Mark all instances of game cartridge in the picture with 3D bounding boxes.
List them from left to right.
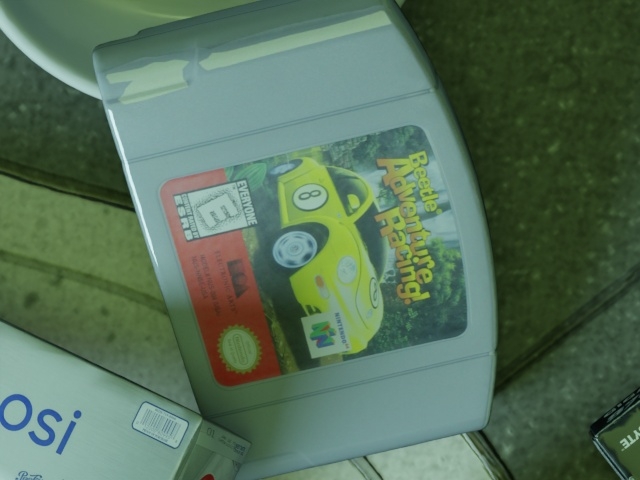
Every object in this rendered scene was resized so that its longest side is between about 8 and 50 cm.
[{"bbox_3d":[0.000,0.000,1.093,0.196,0.060,0.294,-15,115,1],"label":"game cartridge"}]

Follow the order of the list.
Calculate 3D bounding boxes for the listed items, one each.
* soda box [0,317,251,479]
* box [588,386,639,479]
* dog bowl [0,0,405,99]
[{"bbox_3d":[-0.191,0.095,1.101,0.286,0.098,0.091,23,82,21],"label":"soda box"},{"bbox_3d":[0.302,0.118,1.130,0.220,0.051,0.175,-39,88,4],"label":"box"},{"bbox_3d":[-0.072,-0.208,1.060,0.265,0.104,0.265,-3,128,-4],"label":"dog bowl"}]
